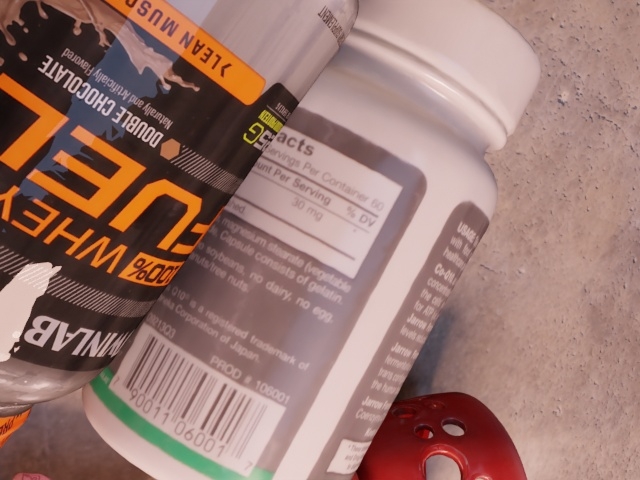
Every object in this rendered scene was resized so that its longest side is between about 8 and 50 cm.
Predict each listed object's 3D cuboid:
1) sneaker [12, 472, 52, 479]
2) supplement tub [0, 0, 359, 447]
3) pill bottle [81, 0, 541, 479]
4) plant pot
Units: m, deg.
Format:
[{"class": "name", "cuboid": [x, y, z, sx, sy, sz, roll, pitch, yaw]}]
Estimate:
[{"class": "sneaker", "cuboid": [-0.158, 0.219, 0.581, 0.319, 0.112, 0.131, -13, 113, -8]}, {"class": "supplement tub", "cuboid": [-0.152, -0.059, 0.459, 0.207, 0.207, 0.338, 34, 95, -33]}, {"class": "pill bottle", "cuboid": [0.000, 0.000, 0.595, 0.204, 0.204, 0.361, 30, 89, -33]}, {"class": "plant pot", "cuboid": [0.062, 0.237, 0.719, 0.174, 0.191, 0.191, -4, 107, -21]}]
